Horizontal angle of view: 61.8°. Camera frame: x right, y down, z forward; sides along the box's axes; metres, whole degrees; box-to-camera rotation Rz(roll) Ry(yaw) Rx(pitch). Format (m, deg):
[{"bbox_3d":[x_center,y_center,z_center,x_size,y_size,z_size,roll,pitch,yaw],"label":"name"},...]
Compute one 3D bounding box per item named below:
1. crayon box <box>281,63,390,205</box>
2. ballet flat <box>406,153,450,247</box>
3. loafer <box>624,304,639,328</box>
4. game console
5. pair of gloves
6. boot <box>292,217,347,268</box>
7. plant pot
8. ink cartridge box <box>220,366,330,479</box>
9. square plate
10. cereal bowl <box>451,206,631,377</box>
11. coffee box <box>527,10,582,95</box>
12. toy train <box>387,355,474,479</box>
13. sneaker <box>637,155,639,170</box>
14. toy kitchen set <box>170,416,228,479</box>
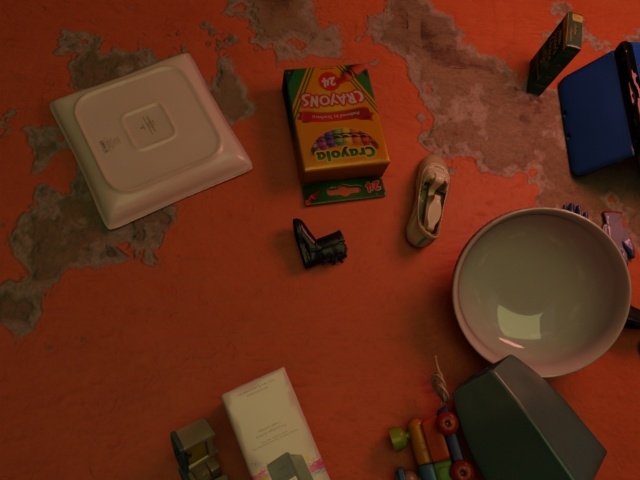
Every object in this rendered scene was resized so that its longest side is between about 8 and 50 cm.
[{"bbox_3d":[0.037,-0.248,1.232,0.202,0.081,0.319,-8,73,-11],"label":"crayon box"},{"bbox_3d":[0.256,-0.102,1.211,0.086,0.086,0.249,15,69,-3],"label":"ballet flat"},{"bbox_3d":[0.643,0.142,1.181,0.223,0.076,0.078,16,77,2],"label":"loafer"},{"bbox_3d":[0.753,-0.311,1.297,0.250,0.173,0.293,2,71,-3],"label":"game console"},{"bbox_3d":[0.647,-0.009,1.265,0.198,0.023,0.159,7,68,-6],"label":"pair of gloves"},{"bbox_3d":[0.000,0.000,1.158,0.099,0.045,0.121,-15,81,-11],"label":"boot"},{"bbox_3d":[0.368,0.349,0.996,0.165,0.165,0.234,-14,66,-50],"label":"plant pot"},{"bbox_3d":[-0.050,0.412,0.918,0.119,0.207,0.354,-21,76,-13],"label":"ink cartridge box"},{"bbox_3d":[-0.378,-0.242,1.188,0.343,0.049,0.347,-26,76,-16],"label":"square plate"},{"bbox_3d":[0.437,0.098,1.103,0.338,0.141,0.339,1,95,10],"label":"cereal bowl"},{"bbox_3d":[0.580,-0.460,1.328,0.040,0.184,0.113,16,69,-3],"label":"coffee box"},{"bbox_3d":[0.194,0.365,1.038,0.143,0.105,0.248,-16,69,4],"label":"toy train"},{"bbox_3d":[0.870,-0.174,1.302,0.127,0.126,0.321,2,78,-4],"label":"sneaker"},{"bbox_3d":[-0.189,0.434,0.876,0.122,0.166,0.207,-25,49,-29],"label":"toy kitchen set"}]
